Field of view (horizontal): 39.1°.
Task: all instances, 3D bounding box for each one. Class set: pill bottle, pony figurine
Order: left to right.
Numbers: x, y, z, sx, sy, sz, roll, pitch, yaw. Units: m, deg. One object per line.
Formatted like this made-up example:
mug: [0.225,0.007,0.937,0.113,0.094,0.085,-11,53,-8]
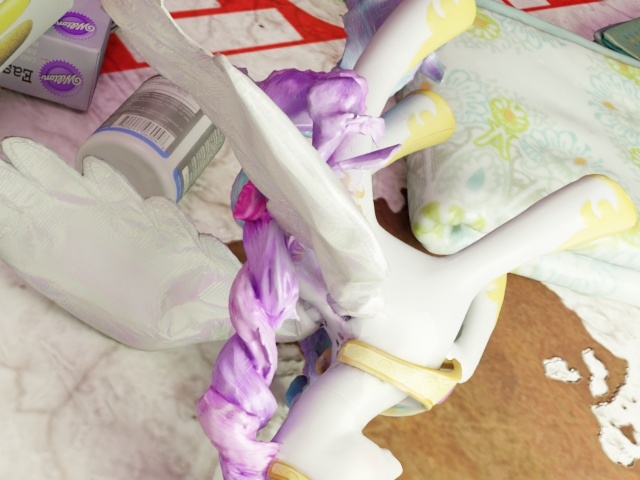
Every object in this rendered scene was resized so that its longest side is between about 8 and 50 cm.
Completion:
pill bottle: [-0.117,-0.079,0.678,0.078,0.078,0.137,28,42,1]
pony figurine: [0.000,0.000,0.525,0.351,0.303,0.363,49,56,-13]

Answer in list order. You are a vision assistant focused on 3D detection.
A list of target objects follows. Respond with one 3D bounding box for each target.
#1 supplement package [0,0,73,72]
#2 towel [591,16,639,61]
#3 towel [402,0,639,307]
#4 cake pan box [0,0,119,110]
supplement package: [-0.280,-0.154,0.565,0.134,0.139,0.244,36,62,-1]
towel: [0.528,-0.208,1.157,0.271,0.040,0.370,46,44,18]
towel: [0.255,-0.085,0.862,0.374,0.090,0.320,14,43,-13]
cake pan box: [-0.288,-0.235,0.755,0.267,0.070,0.246,15,46,-13]
